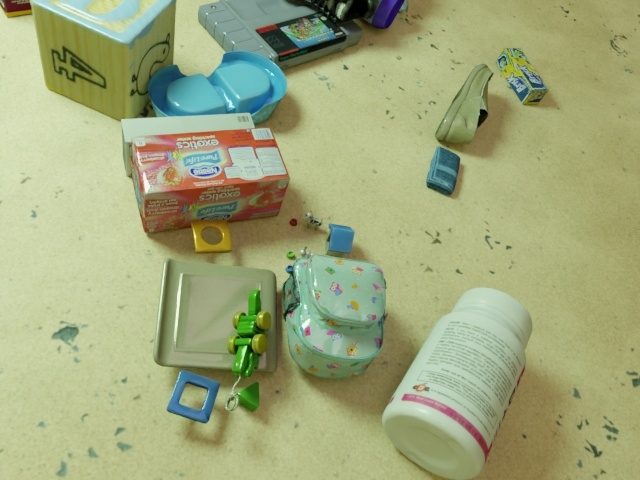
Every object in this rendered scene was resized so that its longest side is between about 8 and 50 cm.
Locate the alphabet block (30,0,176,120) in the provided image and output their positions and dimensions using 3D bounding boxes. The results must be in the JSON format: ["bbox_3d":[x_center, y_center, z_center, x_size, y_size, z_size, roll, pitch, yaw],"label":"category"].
[{"bbox_3d":[-0.409,-0.386,1.077,0.193,0.197,0.192,25,54,0],"label":"alphabet block"}]

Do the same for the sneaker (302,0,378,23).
[{"bbox_3d":[0.020,-0.604,1.355,0.276,0.098,0.135,6,61,-11],"label":"sneaker"}]

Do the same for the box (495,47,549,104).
[{"bbox_3d":[0.548,-0.449,1.516,0.059,0.054,0.169,-7,59,-22],"label":"box"}]

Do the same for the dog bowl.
[{"bbox_3d":[-0.212,-0.298,1.157,0.297,0.074,0.166,-25,68,-31],"label":"dog bowl"}]

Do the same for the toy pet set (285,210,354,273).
[{"bbox_3d":[0.000,0.000,1.027,0.114,0.065,0.122,9,55,-12],"label":"toy pet set"}]

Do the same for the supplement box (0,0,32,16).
[{"bbox_3d":[-0.636,-0.574,1.137,0.080,0.188,0.104,-25,67,-31],"label":"supplement box"}]

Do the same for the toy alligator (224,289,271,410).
[{"bbox_3d":[-0.107,0.169,0.844,0.056,0.051,0.190,-7,58,26],"label":"toy alligator"}]

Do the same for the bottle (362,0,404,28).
[{"bbox_3d":[0.085,-0.684,1.487,0.282,0.118,0.092,36,22,7],"label":"bottle"}]

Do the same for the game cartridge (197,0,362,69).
[{"bbox_3d":[-0.088,-0.529,1.366,0.355,0.068,0.230,-29,65,-32],"label":"game cartridge"}]

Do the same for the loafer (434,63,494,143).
[{"bbox_3d":[0.365,-0.322,1.349,0.092,0.102,0.269,32,63,3],"label":"loafer"}]

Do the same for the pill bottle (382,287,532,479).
[{"bbox_3d":[0.232,0.217,0.894,0.160,0.160,0.283,35,54,8],"label":"pill bottle"}]

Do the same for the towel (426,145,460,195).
[{"bbox_3d":[0.277,-0.157,1.245,0.067,0.029,0.119,23,53,-2],"label":"towel"}]

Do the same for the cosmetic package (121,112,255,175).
[{"bbox_3d":[-0.248,-0.181,1.052,0.239,0.099,0.060,-9,63,-22],"label":"cosmetic package"}]

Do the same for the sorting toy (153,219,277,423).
[{"bbox_3d":[-0.166,0.123,0.903,0.195,0.047,0.348,10,57,-20],"label":"sorting toy"}]

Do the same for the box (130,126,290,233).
[{"bbox_3d":[-0.200,-0.111,1.002,0.256,0.123,0.128,-9,60,-23],"label":"box"}]

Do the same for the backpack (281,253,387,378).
[{"bbox_3d":[0.026,0.122,0.907,0.165,0.144,0.188,10,57,-18],"label":"backpack"}]

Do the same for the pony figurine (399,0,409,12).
[{"bbox_3d":[0.162,-0.848,1.523,0.363,0.351,0.303,1,51,5],"label":"pony figurine"}]
